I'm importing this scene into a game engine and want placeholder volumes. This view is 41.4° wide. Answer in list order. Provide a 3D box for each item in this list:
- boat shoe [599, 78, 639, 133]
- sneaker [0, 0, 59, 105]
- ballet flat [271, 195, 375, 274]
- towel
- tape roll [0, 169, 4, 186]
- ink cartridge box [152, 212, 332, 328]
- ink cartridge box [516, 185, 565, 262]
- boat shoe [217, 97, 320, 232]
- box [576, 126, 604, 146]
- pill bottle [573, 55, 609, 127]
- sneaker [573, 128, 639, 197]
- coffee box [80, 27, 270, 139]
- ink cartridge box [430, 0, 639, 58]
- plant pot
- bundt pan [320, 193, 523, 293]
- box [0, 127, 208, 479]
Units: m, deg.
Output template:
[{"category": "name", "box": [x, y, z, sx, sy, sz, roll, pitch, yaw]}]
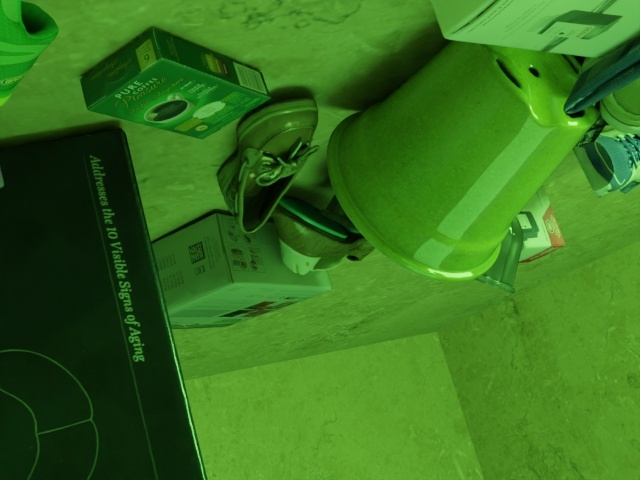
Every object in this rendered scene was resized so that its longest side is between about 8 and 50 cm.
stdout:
[{"category": "boat shoe", "box": [0.433, -0.221, 1.015, 0.302, 0.113, 0.103, -41, 172, -18]}, {"category": "sneaker", "box": [-0.280, -0.199, 0.576, 0.123, 0.109, 0.295, -42, 162, -4]}, {"category": "ballet flat", "box": [0.000, 0.000, 1.500, 0.124, 0.116, 0.342, -57, 156, 16]}, {"category": "towel", "box": [0.351, -0.251, 0.839, 0.209, 0.034, 0.285, -33, -163, 48]}, {"category": "tape roll", "box": [-0.423, -0.062, 0.726, 0.274, 0.090, 0.275, -11, -176, 1]}, {"category": "ink cartridge box", "box": [-0.180, 0.068, 1.553, 0.271, 0.130, 0.309, -23, 164, 29]}, {"category": "ink cartridge box", "box": [0.334, -0.048, 1.599, 0.237, 0.172, 0.100, -2, 159, -43]}, {"category": "boat shoe", "box": [-0.065, -0.099, 1.144, 0.104, 0.089, 0.285, -10, 164, -21]}, {"category": "box", "box": [0.338, -0.185, 1.290, 0.180, 0.078, 0.147, -16, 165, 1]}, {"category": "pill bottle", "box": [0.401, -0.219, 1.146, 0.219, 0.123, 0.123, -11, 164, -18]}, {"category": "sneaker", "box": [0.586, -0.174, 1.550, 0.182, 0.128, 0.315, -30, 167, 32]}, {"category": "coffee box", "box": [-0.151, -0.163, 0.914, 0.113, 0.041, 0.184, -26, 163, 30]}, {"category": "ink cartridge box", "box": [0.184, -0.250, 0.725, 0.217, 0.159, 0.092, -4, 160, -40]}, {"category": "plant pot", "box": [0.187, -0.130, 1.041, 0.276, 0.276, 0.254, -5, 150, -37]}, {"category": "bundt pan", "box": [0.174, -0.036, 1.340, 0.330, 0.124, 0.331, 21, -177, -1]}, {"category": "box", "box": [-0.410, 0.171, 0.996, 0.471, 0.480, 0.297, -12, 166, -14]}]
